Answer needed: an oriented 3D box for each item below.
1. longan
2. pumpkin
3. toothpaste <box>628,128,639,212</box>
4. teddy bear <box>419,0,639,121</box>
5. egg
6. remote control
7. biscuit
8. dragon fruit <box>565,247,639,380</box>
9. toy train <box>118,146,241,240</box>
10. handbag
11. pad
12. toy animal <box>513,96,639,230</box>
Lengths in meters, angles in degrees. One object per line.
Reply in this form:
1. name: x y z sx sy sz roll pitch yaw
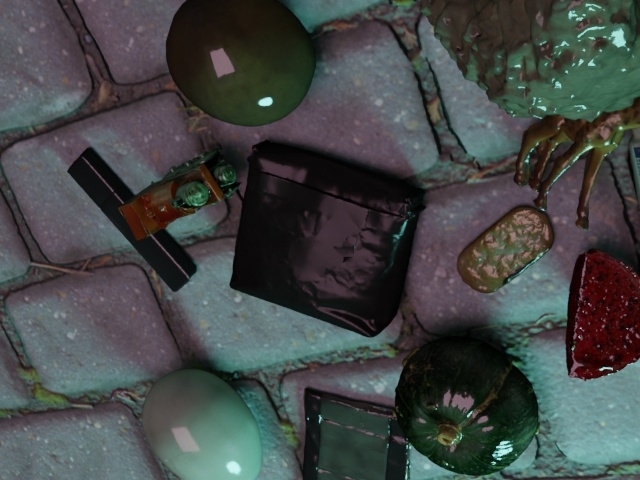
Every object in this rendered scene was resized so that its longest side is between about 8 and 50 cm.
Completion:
1. longan: -0.101 -0.225 1.254 0.189 0.189 0.189 10 117 20
2. pumpkin: 0.187 0.216 1.332 0.190 0.146 0.190 20 119 41
3. toothpaste: 0.388 -0.052 1.181 0.062 0.037 0.216 -11 110 24
4. teddy bear: 0.315 -0.240 1.004 0.367 0.357 0.225 -8 87 -15
5. egg: -0.173 0.286 1.527 0.151 0.151 0.209 -37 95 33
6. remote control: -0.278 -0.028 1.504 0.245 0.025 0.063 48 127 -2
7. biscuit: 0.232 0.013 1.293 0.071 0.018 0.147 47 124 1
8. dragon fruit: 0.353 0.087 1.241 0.106 0.083 0.162 4 98 3
9. toy train: -0.186 -0.060 1.374 0.176 0.118 0.074 -11 115 55
10. handbag: 0.000 0.000 1.356 0.246 0.080 0.223 19 119 15
11. pad: 0.051 0.336 1.527 0.174 0.022 0.233 10 115 21
12. toy animal: 0.322 -0.116 1.133 0.275 0.054 0.149 -38 63 41
